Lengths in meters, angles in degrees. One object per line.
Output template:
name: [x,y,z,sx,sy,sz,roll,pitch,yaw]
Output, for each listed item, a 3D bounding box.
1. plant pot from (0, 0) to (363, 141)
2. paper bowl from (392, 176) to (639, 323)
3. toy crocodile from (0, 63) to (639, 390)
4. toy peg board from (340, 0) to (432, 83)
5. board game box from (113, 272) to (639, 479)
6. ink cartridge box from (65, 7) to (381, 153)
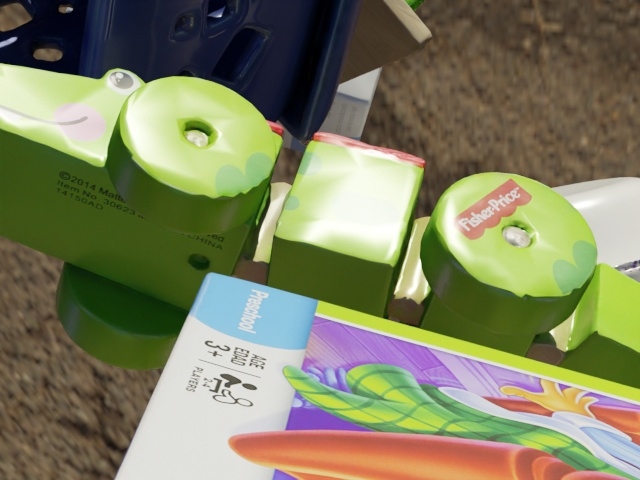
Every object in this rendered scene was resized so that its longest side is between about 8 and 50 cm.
plant pot: [-0.099,-0.170,1.096,0.212,0.236,0.236,-19,52,-33]
paper bowl: [0.199,0.034,1.663,0.284,0.284,0.148,-11,93,0]
toy crocodile: [0.000,0.000,0.797,0.340,0.115,0.105,18,45,-1]
toy peg board: [0.011,-0.210,1.460,0.079,0.160,0.161,-46,103,-23]
board game box: [0.057,0.125,0.361,0.233,0.347,0.078,15,109,0]
ink cartridge box: [-0.066,-0.217,1.745,0.270,0.198,0.197,17,76,1]
